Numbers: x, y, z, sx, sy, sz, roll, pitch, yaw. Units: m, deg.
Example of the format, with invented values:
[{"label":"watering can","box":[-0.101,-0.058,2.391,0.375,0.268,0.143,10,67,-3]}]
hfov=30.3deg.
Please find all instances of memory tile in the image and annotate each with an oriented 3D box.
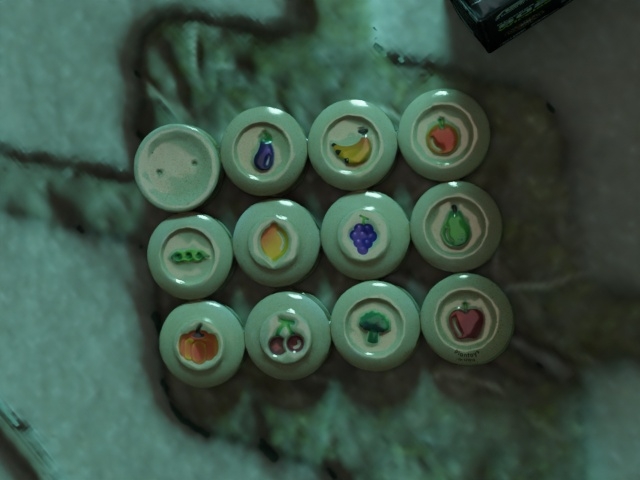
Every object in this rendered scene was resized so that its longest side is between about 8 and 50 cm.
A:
[{"label":"memory tile","box":[0.000,0.000,0.478,0.148,0.012,0.113,-6,91,11]}]

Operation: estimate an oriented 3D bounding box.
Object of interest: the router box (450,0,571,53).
[{"label":"router box","box":[0.099,-0.118,0.415,0.122,0.092,0.038,-33,86,10]}]
